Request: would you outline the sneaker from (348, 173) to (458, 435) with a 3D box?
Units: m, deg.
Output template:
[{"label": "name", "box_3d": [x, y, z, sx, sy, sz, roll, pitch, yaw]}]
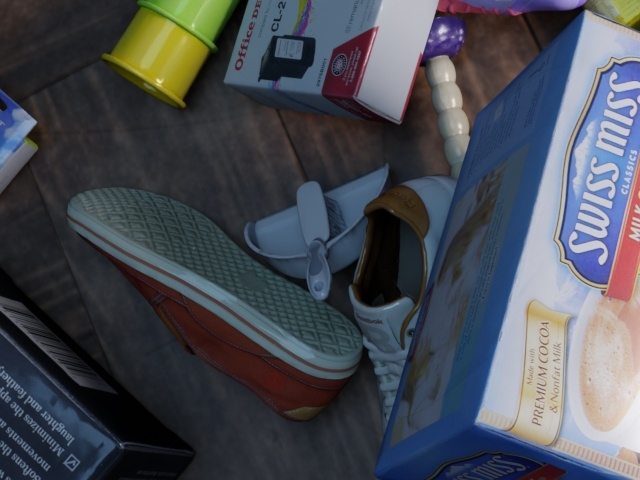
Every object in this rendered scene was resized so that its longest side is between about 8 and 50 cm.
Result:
[{"label": "sneaker", "box_3d": [0.068, 0.092, 1.412, 0.106, 0.123, 0.290, 5, 101, 40]}]

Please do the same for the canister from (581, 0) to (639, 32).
[{"label": "canister", "box_3d": [0.265, -0.275, 1.481, 0.126, 0.073, 0.170, -34, 76, 6]}]

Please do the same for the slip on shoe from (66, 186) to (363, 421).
[{"label": "slip on shoe", "box_3d": [-0.110, 0.053, 1.502, 0.331, 0.123, 0.101, 33, 120, 21]}]

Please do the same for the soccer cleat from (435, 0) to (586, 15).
[{"label": "soccer cleat", "box_3d": [0.139, -0.236, 1.476, 0.248, 0.083, 0.095, 28, 108, 38]}]

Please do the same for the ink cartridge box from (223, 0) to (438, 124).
[{"label": "ink cartridge box", "box_3d": [0.007, -0.183, 1.489, 0.175, 0.072, 0.127, 11, 83, 44]}]

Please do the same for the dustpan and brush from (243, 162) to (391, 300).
[{"label": "dustpan and brush", "box_3d": [0.000, 0.000, 1.444, 0.147, 0.060, 0.211, -23, 37, 10]}]

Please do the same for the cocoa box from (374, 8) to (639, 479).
[{"label": "cocoa box", "box_3d": [0.217, 0.045, 1.268, 0.228, 0.231, 0.347, 22, 68, -10]}]

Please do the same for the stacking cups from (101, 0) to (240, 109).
[{"label": "stacking cups", "box_3d": [-0.086, -0.280, 1.568, 0.096, 0.096, 0.316, 31, 84, 16]}]

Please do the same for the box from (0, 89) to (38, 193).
[{"label": "box", "box_3d": [-0.364, -0.076, 1.616, 0.109, 0.042, 0.178, 41, 92, 16]}]

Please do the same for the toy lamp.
[{"label": "toy lamp", "box_3d": [0.130, -0.064, 1.476, 0.080, 0.080, 0.275, -17, 78, 10]}]

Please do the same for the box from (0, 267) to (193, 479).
[{"label": "box", "box_3d": [-0.367, 0.241, 1.477, 0.293, 0.212, 0.395, 41, 91, 16]}]
